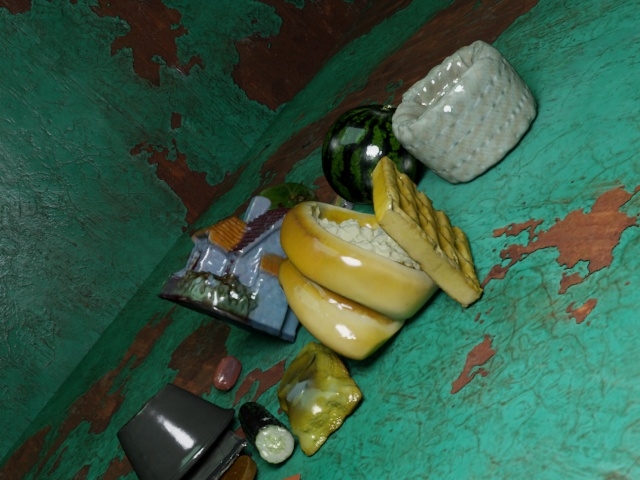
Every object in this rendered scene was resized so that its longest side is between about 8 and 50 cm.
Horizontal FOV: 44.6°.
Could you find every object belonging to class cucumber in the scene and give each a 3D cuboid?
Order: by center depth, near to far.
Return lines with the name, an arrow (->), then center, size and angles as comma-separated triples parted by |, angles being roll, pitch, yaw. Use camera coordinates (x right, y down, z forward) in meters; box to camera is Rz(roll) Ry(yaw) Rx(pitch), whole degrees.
cucumber -> -0.117, 0.375, 1.556 | 0.074, 0.074, 0.241 | -51, 17, -10

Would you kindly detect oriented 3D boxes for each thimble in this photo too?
thimble -> 0.311, -0.277, 1.729 | 0.291, 0.195, 0.291 | -41, 18, 16

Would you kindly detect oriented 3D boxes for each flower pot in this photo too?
flower pot -> -0.331, 0.419, 1.696 | 0.269, 0.166, 0.269 | -47, 0, 0

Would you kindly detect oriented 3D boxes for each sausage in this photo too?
sausage -> -0.227, 0.324, 1.906 | 0.094, 0.059, 0.054 | -65, 3, -37

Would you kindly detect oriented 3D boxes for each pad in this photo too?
pad -> -0.247, 0.484, 1.589 | 0.233, 0.022, 0.174 | -47, 12, -17

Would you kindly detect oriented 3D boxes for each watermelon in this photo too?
watermelon -> 0.129, -0.211, 1.919 | 0.269, 0.269, 0.269 | -41, 20, 18

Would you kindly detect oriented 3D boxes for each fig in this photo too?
fig -> -0.110, -0.041, 2.288 | 0.203, 0.203, 0.235 | -74, -7, -52

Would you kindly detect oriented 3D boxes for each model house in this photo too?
model house -> -0.175, 0.038, 1.888 | 0.360, 0.297, 0.339 | -3, 63, 66

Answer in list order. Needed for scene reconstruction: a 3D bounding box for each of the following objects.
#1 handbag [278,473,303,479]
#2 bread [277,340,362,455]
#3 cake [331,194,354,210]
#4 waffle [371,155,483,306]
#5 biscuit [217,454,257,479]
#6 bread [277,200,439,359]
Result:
handbag -> -0.090, 0.474, 1.317 | 0.190, 0.063, 0.127 | -32, 24, 45
bread -> -0.016, 0.286, 1.491 | 0.161, 0.088, 0.233 | -44, 20, 2
cake -> 0.115, -0.162, 2.164 | 0.225, 0.090, 0.109 | -63, 18, 12
waffle -> 0.186, -0.019, 1.404 | 0.055, 0.248, 0.221 | -40, 19, 20
biscuit -> -0.204, 0.494, 1.538 | 0.236, 0.039, 0.180 | -33, 15, 49
bread -> 0.078, 0.062, 1.583 | 0.424, 0.329, 0.245 | -120, 32, -70
